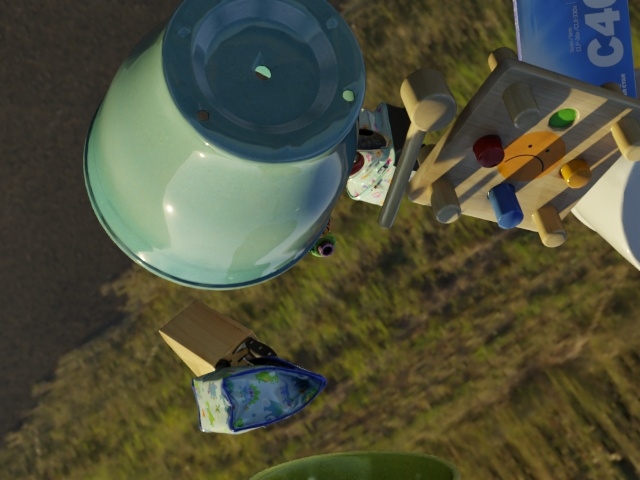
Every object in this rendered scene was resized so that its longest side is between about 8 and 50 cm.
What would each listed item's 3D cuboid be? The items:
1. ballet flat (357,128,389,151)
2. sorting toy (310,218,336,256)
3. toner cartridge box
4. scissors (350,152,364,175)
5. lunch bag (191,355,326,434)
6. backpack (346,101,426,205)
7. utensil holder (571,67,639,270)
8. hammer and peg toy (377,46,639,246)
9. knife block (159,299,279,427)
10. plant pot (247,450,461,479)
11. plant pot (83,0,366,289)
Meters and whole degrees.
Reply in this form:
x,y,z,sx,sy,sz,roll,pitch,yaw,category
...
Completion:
x,y,z,sx,sy,sz,roll,pitch,yaw,category
0.030,-0.141,1.373,0.173,0.049,0.057,2,-176,-45,ballet flat
0.000,0.000,1.839,0.061,0.042,0.102,-27,131,-7,sorting toy
0.382,-0.304,1.594,0.165,0.347,0.075,-6,-178,9,toner cartridge box
-0.051,-0.056,1.508,0.297,0.109,0.021,-43,135,-31,scissors
-0.083,0.208,1.449,0.151,0.096,0.129,-8,177,-27,lunch bag
0.112,-0.166,2.119,0.145,0.165,0.188,4,145,-22,backpack
0.607,-0.108,1.808,0.328,0.327,0.385,-37,-166,8,utensil holder
0.230,-0.125,1.401,0.362,0.127,0.266,11,135,-26,hammer and peg toy
-0.145,0.180,1.678,0.088,0.276,0.242,-40,163,-19,knife block
0.049,0.425,1.336,0.276,0.253,0.276,-5,-176,0,plant pot
-0.081,-0.115,1.009,0.272,0.271,0.255,-25,171,-22,plant pot
